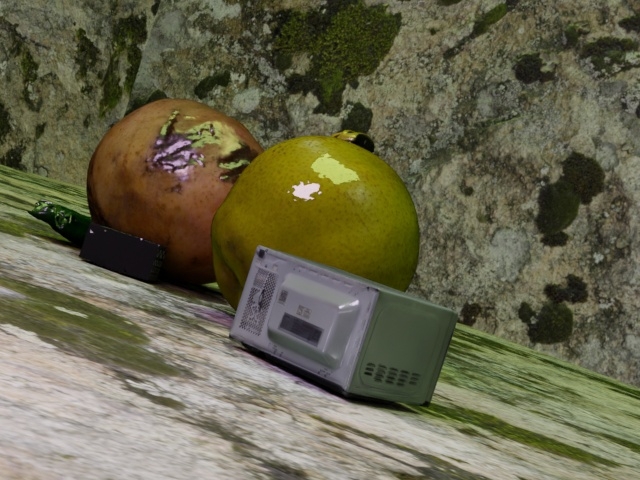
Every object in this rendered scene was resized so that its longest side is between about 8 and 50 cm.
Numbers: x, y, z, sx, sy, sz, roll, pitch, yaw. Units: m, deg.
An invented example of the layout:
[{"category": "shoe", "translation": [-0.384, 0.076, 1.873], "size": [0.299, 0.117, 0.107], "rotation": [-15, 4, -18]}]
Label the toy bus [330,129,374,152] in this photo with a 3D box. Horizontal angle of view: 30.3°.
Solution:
[{"category": "toy bus", "translation": [-0.007, -0.035, 2.062], "size": [0.151, 0.331, 0.145], "rotation": [15, 0, 19]}]

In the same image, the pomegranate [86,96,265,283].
[{"category": "pomegranate", "translation": [-0.217, -0.075, 1.895], "size": [0.322, 0.322, 0.322], "rotation": [18, 1, 0]}]

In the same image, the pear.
[{"category": "pear", "translation": [0.000, 0.000, 1.623], "size": [0.294, 0.294, 0.294], "rotation": [18, 1, 0]}]

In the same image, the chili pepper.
[{"category": "chili pepper", "translation": [-0.386, -0.016, 1.976], "size": [0.224, 0.061, 0.098], "rotation": [15, 8, -46]}]

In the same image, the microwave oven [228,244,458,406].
[{"category": "microwave oven", "translation": [0.021, 0.098, 1.331], "size": [0.162, 0.122, 0.208], "rotation": [16, 1, -43]}]

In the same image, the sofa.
[{"category": "sofa", "translation": [-0.295, 0.018, 1.765], "size": [0.118, 0.060, 0.039], "rotation": [17, -6, 11]}]
